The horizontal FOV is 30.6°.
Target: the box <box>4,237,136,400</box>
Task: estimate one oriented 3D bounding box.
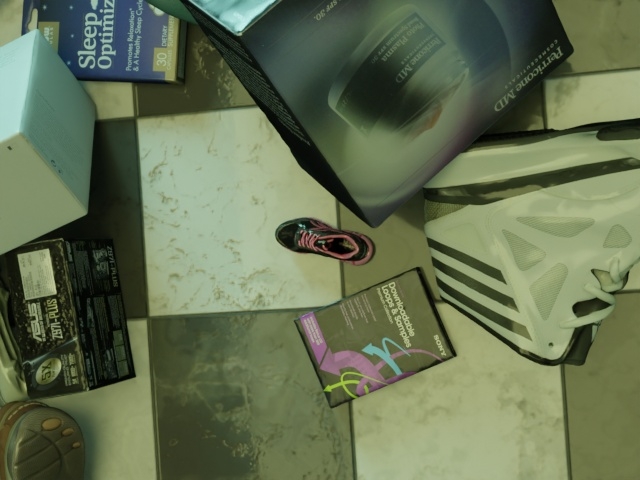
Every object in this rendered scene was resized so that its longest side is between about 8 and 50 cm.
[{"bbox_3d":[-0.297,0.090,1.398,0.077,0.147,0.180,-11,88,13],"label":"box"}]

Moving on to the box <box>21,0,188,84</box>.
[{"bbox_3d":[-0.276,-0.266,1.452,0.225,0.036,0.136,4,91,15],"label":"box"}]

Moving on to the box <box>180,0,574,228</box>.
[{"bbox_3d":[0.061,-0.227,1.190,0.296,0.294,0.183,-42,43,-4],"label":"box"}]

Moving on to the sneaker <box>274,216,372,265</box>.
[{"bbox_3d":[0.000,0.000,1.375,0.119,0.057,0.047,11,94,14],"label":"sneaker"}]

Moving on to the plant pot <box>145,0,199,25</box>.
[{"bbox_3d":[-0.085,-0.346,1.302,0.293,0.293,0.196,-40,107,10],"label":"plant pot"}]

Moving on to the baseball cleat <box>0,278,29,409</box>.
[{"bbox_3d":[-0.433,0.118,1.470,0.109,0.072,0.206,-24,81,19],"label":"baseball cleat"}]

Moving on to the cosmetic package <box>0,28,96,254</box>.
[{"bbox_3d":[-0.396,-0.098,1.372,0.224,0.138,0.224,-23,40,13],"label":"cosmetic package"}]

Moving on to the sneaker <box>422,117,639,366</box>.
[{"bbox_3d":[0.332,0.000,1.264,0.447,0.169,0.257,-4,98,21],"label":"sneaker"}]

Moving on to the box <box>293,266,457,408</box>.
[{"bbox_3d":[0.064,0.114,1.373,0.162,0.029,0.116,-25,84,11],"label":"box"}]

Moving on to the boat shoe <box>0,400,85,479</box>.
[{"bbox_3d":[-0.355,0.347,1.441,0.116,0.123,0.324,17,105,46],"label":"boat shoe"}]
